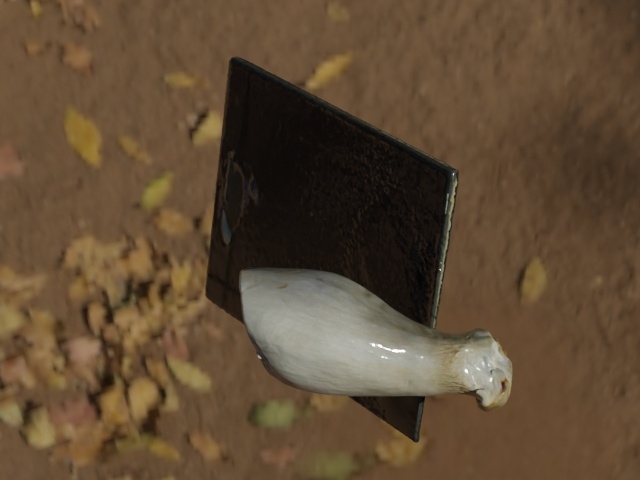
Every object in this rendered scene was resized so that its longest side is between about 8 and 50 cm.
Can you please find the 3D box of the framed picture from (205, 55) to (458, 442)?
[{"bbox_3d":[0.000,0.000,1.699,0.013,0.244,0.324,-8,26,-35],"label":"framed picture"}]

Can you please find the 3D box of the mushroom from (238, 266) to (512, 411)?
[{"bbox_3d":[0.042,0.077,1.531,0.225,0.116,0.093,11,106,10],"label":"mushroom"}]
